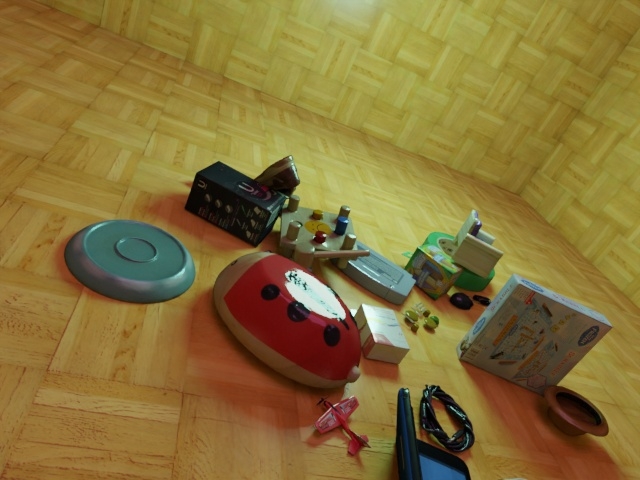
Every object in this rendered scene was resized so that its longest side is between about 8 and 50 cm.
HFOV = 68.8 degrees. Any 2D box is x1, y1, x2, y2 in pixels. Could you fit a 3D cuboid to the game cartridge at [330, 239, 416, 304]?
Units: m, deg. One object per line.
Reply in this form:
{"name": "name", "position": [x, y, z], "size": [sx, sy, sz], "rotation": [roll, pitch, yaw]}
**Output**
{"name": "game cartridge", "position": [0.183, 0.105, 1.641], "size": [0.297, 0.062, 0.198], "rotation": [33, 32, 12]}

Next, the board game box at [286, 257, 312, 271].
{"name": "board game box", "position": [-0.073, 0.094, 1.463], "size": [0.090, 0.020, 0.090], "rotation": [23, 27, -7]}

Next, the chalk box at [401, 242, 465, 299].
{"name": "chalk box", "position": [0.407, 0.098, 1.764], "size": [0.213, 0.132, 0.132], "rotation": [40, 29, 24]}

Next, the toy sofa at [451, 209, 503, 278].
{"name": "toy sofa", "position": [0.627, 0.005, 1.847], "size": [0.150, 0.177, 0.362], "rotation": [31, 16, 9]}

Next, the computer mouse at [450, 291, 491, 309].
{"name": "computer mouse", "position": [0.588, 0.227, 1.802], "size": [0.242, 0.041, 0.071], "rotation": [3, 35, -39]}

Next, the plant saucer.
{"name": "plant saucer", "position": [-0.470, 0.036, 1.187], "size": [0.317, 0.044, 0.317], "rotation": [22, 27, -12]}

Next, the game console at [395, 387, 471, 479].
{"name": "game console", "position": [0.244, 0.481, 0.922], "size": [0.173, 0.250, 0.293], "rotation": [-1, 28, 4]}

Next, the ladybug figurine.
{"name": "ladybug figurine", "position": [-0.068, 0.177, 1.167], "size": [0.449, 0.162, 0.305], "rotation": [37, 28, 18]}

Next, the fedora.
{"name": "fedora", "position": [0.746, 0.521, 1.388], "size": [0.194, 0.079, 0.194], "rotation": [16, 27, -8]}

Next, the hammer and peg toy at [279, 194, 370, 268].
{"name": "hammer and peg toy", "position": [0.000, 0.000, 1.505], "size": [0.266, 0.127, 0.361], "rotation": [10, 31, -11]}

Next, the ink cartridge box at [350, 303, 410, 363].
{"name": "ink cartridge box", "position": [0.166, 0.253, 1.348], "size": [0.115, 0.067, 0.198], "rotation": [15, 29, -22]}

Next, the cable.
{"name": "cable", "position": [0.320, 0.441, 1.182], "size": [0.150, 0.047, 0.184], "rotation": [26, 26, -2]}

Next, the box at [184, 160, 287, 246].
{"name": "box", "position": [-0.274, -0.125, 1.531], "size": [0.270, 0.143, 0.165], "rotation": [28, 26, 2]}

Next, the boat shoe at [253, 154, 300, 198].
{"name": "boat shoe", "position": [-0.149, -0.196, 1.642], "size": [0.123, 0.342, 0.123], "rotation": [-34, 97, -23]}

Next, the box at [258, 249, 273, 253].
{"name": "box", "position": [-0.167, 0.062, 1.436], "size": [0.067, 0.018, 0.083], "rotation": [42, 31, 26]}

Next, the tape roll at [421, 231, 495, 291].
{"name": "tape roll", "position": [0.588, 0.086, 2.009], "size": [0.321, 0.077, 0.321], "rotation": [20, 28, -11]}

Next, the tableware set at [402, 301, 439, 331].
{"name": "tableware set", "position": [0.332, 0.261, 1.537], "size": [0.104, 0.024, 0.154], "rotation": [42, 29, 21]}

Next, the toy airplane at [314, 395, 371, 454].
{"name": "toy airplane", "position": [0.053, 0.403, 1.028], "size": [0.151, 0.028, 0.151], "rotation": [20, 29, -12]}

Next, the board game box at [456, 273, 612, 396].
{"name": "board game box", "position": [0.640, 0.297, 1.425], "size": [0.318, 0.319, 0.066], "rotation": [25, 27, -6]}

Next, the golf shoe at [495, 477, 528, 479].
{"name": "golf shoe", "position": [0.394, 0.543, 0.943], "size": [0.273, 0.120, 0.105], "rotation": [33, 26, -41]}
